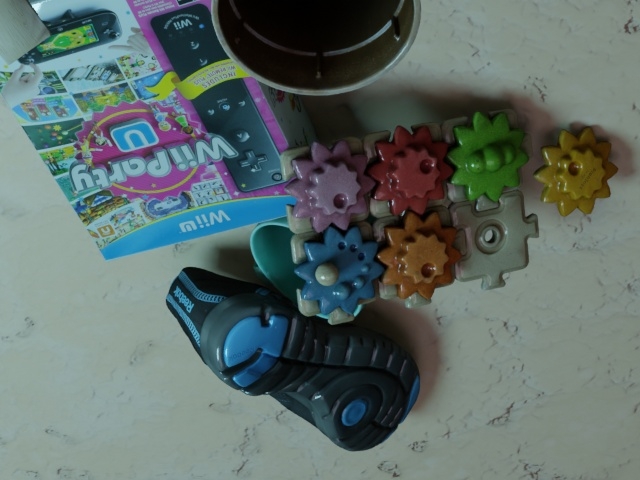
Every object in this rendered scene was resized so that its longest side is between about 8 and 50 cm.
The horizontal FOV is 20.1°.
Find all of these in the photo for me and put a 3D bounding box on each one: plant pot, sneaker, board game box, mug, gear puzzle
[{"bbox_3d":[-0.002,-0.234,1.487,0.167,0.165,0.167,1,133,1],"label":"plant pot"},{"bbox_3d":[-0.019,0.112,1.869,0.125,0.140,0.341,-54,138,1],"label":"sneaker"},{"bbox_3d":[-0.152,-0.138,1.631,0.224,0.097,0.303,-14,133,14],"label":"board game box"},{"bbox_3d":[0.001,-0.005,1.750,0.158,0.097,0.129,20,145,33],"label":"mug"},{"bbox_3d":[0.132,-0.029,1.674,0.339,0.044,0.175,-12,105,-20],"label":"gear puzzle"}]

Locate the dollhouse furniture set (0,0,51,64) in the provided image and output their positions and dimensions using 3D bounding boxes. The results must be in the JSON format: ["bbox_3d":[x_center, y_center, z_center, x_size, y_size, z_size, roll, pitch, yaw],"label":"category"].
[{"bbox_3d":[-0.294,-0.260,1.444,0.242,0.212,0.161,-36,130,-2],"label":"dollhouse furniture set"}]
